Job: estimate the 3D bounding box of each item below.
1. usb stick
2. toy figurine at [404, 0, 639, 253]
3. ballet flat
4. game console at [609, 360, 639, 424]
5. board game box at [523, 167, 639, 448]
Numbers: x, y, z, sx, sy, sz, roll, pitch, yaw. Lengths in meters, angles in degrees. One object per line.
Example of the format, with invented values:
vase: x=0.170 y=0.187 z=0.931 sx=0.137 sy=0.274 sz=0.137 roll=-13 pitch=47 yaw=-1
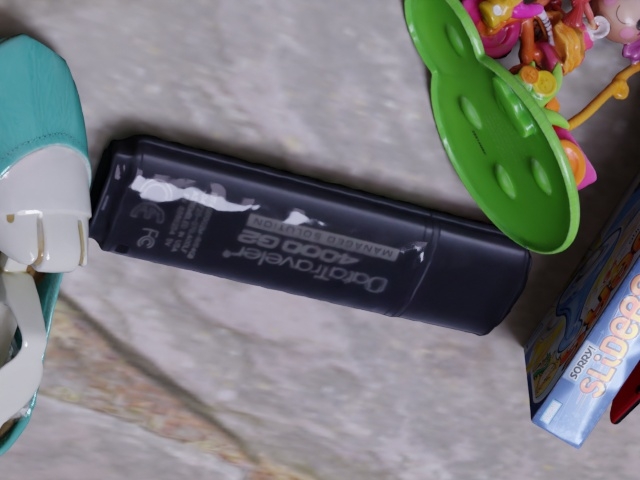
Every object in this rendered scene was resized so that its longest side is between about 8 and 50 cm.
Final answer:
usb stick: x=0.000 y=0.000 z=0.805 sx=0.278 sy=0.045 sz=0.077 roll=13 pitch=118 yaw=-23
toy figurine: x=0.154 y=-0.105 z=0.783 sx=0.159 sy=0.130 sz=0.173 roll=-31 pitch=97 yaw=-17
ballet flat: x=-0.164 y=0.016 z=0.731 sx=0.083 sy=0.087 sz=0.247 roll=-5 pitch=122 yaw=-47
game console: x=0.249 y=0.046 z=0.849 sx=0.124 sy=0.085 sz=0.144 roll=-5 pitch=153 yaw=-16
board game box: x=0.191 y=0.014 z=0.820 sx=0.035 sy=0.136 sz=0.201 roll=30 pitch=105 yaw=-2
